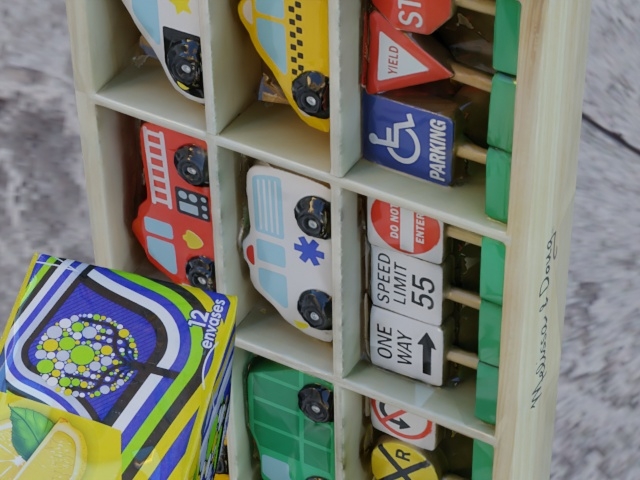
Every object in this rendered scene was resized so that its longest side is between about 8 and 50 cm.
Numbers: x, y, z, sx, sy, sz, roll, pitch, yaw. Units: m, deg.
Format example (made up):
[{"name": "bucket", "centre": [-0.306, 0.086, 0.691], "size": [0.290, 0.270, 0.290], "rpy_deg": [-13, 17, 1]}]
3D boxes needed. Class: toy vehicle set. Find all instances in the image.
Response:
[{"name": "toy vehicle set", "centre": [0.000, 0.000, 0.646], "size": [0.166, 0.035, 0.267], "rpy_deg": [19, 132, 23]}]

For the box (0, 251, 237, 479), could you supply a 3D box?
[{"name": "box", "centre": [-0.064, 0.088, 0.442], "size": [0.054, 0.059, 0.169], "rpy_deg": [11, 51, 4]}]
